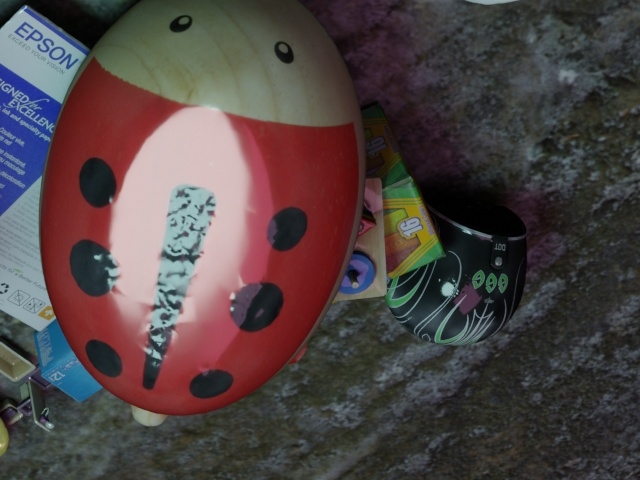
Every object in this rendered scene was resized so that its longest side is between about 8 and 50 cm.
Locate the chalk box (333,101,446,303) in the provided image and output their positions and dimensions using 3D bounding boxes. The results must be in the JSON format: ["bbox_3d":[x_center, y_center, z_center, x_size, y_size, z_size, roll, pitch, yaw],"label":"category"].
[{"bbox_3d":[0.002,-0.023,1.841,0.213,0.132,0.132,-25,135,5],"label":"chalk box"}]

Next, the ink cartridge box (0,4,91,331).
[{"bbox_3d":[-0.290,-0.074,1.741,0.307,0.072,0.303,-41,131,17],"label":"ink cartridge box"}]

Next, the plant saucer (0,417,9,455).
[{"bbox_3d":[-0.531,0.204,1.844,0.333,0.081,0.333,-39,139,-19],"label":"plant saucer"}]

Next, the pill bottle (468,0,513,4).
[{"bbox_3d":[0.111,-0.367,1.519,0.176,0.176,0.318,-32,134,12],"label":"pill bottle"}]

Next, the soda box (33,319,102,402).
[{"bbox_3d":[-0.211,0.087,1.918,0.210,0.067,0.071,-33,134,14],"label":"soda box"}]

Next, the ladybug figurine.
[{"bbox_3d":[-0.116,-0.019,1.616,0.305,0.162,0.449,11,110,0],"label":"ladybug figurine"}]

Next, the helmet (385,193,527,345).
[{"bbox_3d":[0.148,0.039,1.944,0.169,0.169,0.161,8,112,-26],"label":"helmet"}]

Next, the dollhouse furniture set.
[{"bbox_3d":[-0.347,0.173,1.943,0.091,0.081,0.114,-34,134,13],"label":"dollhouse furniture set"}]

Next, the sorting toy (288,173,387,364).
[{"bbox_3d":[0.000,0.000,1.739,0.132,0.046,0.274,-6,115,-4],"label":"sorting toy"}]
